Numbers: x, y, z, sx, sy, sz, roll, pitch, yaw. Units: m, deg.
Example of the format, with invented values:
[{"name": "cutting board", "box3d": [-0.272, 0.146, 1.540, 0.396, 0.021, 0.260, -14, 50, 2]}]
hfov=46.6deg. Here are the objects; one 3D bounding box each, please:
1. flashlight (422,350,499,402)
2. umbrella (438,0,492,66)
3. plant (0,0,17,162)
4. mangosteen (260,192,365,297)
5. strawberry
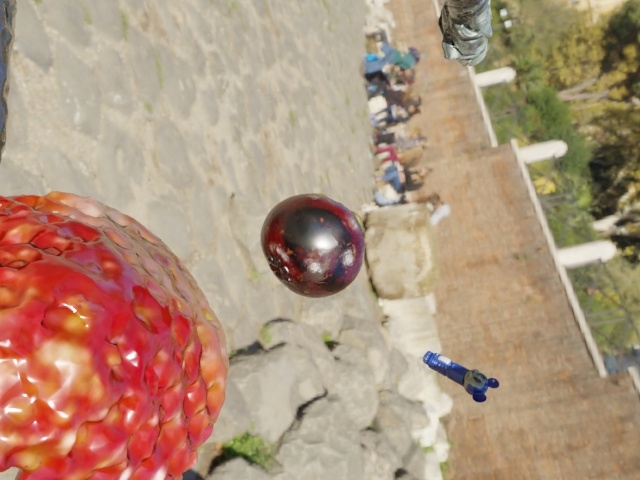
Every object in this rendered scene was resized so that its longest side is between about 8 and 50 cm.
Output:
[{"name": "flashlight", "box3d": [0.210, 0.201, 1.133, 0.057, 0.121, 0.035, -35, 137, -35]}, {"name": "umbrella", "box3d": [0.110, -0.180, 0.576, 0.046, 0.050, 0.188, 62, 7, 10]}, {"name": "plant", "box3d": [-0.359, -0.099, 0.615, 0.199, 0.188, 0.276, 12, -91, 60]}, {"name": "mangosteen", "box3d": [-0.002, 0.002, 0.546, 0.081, 0.081, 0.081, -12, 90, -79]}, {"name": "strawberry", "box3d": [-0.154, 0.059, 0.511, 0.265, 0.149, 0.336, 57, -11, -3]}]
